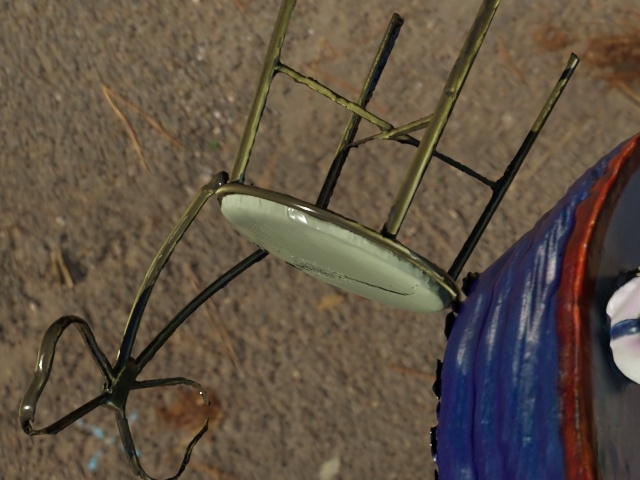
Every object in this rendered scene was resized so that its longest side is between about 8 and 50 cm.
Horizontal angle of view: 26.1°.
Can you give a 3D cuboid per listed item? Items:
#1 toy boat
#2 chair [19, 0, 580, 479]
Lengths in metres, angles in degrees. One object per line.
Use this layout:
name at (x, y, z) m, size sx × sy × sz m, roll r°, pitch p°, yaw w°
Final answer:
toy boat at (0.156, 0.047, 0.401) m, size 0.072 × 0.318 × 0.219 m, roll 41°, pitch 68°, yaw -33°
chair at (0.000, 0.000, 0.760) m, size 0.325 × 0.170 × 0.160 m, roll -64°, pitch 150°, yaw -9°
